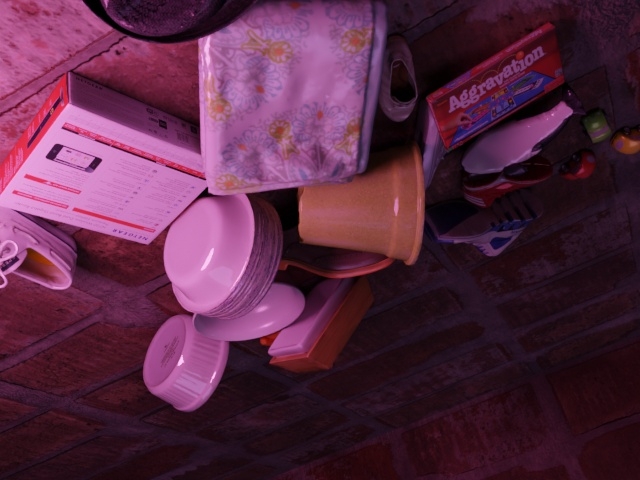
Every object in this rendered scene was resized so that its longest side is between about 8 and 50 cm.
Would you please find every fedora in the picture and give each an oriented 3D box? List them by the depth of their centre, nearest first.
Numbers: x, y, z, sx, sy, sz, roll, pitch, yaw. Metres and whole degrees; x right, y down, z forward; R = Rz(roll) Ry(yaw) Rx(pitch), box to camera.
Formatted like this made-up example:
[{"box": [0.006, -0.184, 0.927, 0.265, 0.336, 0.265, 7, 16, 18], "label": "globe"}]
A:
[{"box": [-0.196, -0.388, 0.908, 0.334, 0.152, 0.334, -7, 136, -7], "label": "fedora"}]

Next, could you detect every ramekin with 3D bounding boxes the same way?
[{"box": [-0.384, 0.329, 1.878, 0.127, 0.273, 0.273, 30, 127, -33], "label": "ramekin"}]

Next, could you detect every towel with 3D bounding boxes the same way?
[{"box": [-0.055, -0.253, 1.210, 0.321, 0.090, 0.374, -7, 130, -16], "label": "towel"}]

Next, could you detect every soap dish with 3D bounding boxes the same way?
[{"box": [0.006, 0.228, 1.823, 0.118, 0.291, 0.229, 44, 150, -12], "label": "soap dish"}]

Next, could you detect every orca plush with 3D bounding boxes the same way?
[{"box": [0.453, -0.252, 1.539, 0.151, 0.102, 0.287, 43, 114, -3], "label": "orca plush"}]

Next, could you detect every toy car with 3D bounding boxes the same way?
[{"box": [0.691, -0.241, 1.654, 0.239, 0.053, 0.225, -28, 146, 19], "label": "toy car"}]

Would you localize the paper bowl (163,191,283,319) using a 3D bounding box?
[{"box": [-0.224, 0.019, 1.439, 0.284, 0.284, 0.148, -36, 142, 29], "label": "paper bowl"}]

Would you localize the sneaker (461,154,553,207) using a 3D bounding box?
[{"box": [0.462, -0.148, 1.689, 0.221, 0.087, 0.128, -5, 157, 5], "label": "sneaker"}]

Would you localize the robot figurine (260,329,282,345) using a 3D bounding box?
[{"box": [-0.098, 0.239, 1.979, 0.158, 0.128, 0.219, -18, 152, 32], "label": "robot figurine"}]

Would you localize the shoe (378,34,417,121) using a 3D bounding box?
[{"box": [0.150, -0.302, 1.322, 0.077, 0.058, 0.219, -16, 148, 1], "label": "shoe"}]

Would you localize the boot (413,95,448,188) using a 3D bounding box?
[{"box": [0.270, -0.207, 1.478, 0.123, 0.095, 0.258, -9, 142, -11], "label": "boot"}]

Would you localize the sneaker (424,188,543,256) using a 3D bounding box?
[{"box": [0.429, -0.021, 1.807, 0.315, 0.127, 0.182, -11, 145, -11], "label": "sneaker"}]

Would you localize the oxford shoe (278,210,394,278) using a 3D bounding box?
[{"box": [0.000, 0.000, 1.589, 0.364, 0.130, 0.132, 3, 119, 2], "label": "oxford shoe"}]

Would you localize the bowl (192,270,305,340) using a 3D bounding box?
[{"box": [-0.197, 0.139, 1.774, 0.298, 0.134, 0.298, -11, 147, -7], "label": "bowl"}]

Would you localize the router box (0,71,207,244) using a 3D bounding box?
[{"box": [-0.405, -0.139, 1.308, 0.335, 0.082, 0.301, 19, 134, -42], "label": "router box"}]

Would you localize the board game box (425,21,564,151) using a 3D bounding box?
[{"box": [0.357, -0.306, 1.360, 0.281, 0.027, 0.145, -31, 134, 2], "label": "board game box"}]

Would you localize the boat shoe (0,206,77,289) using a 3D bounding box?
[{"box": [-0.648, 0.018, 1.373, 0.136, 0.156, 0.367, -25, 147, 13], "label": "boat shoe"}]

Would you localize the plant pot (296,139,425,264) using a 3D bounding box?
[{"box": [0.076, -0.082, 1.469, 0.254, 0.276, 0.276, 0, 146, -4], "label": "plant pot"}]
